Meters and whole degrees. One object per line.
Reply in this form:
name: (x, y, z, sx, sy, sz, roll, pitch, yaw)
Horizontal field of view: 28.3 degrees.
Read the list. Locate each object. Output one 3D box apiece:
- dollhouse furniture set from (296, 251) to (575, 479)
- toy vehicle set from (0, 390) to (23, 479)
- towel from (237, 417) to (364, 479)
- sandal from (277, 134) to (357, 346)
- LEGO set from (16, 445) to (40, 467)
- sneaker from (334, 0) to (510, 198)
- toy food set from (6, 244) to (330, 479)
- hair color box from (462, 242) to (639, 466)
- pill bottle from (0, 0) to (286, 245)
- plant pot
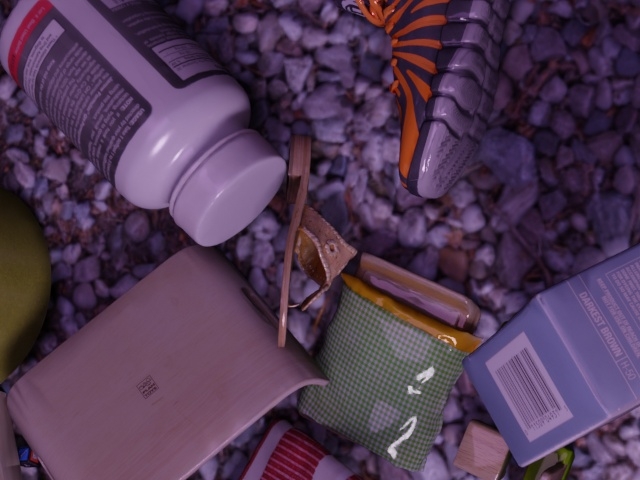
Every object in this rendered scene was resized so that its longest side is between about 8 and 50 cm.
dollhouse furniture set: (0.112, 0.149, 1.272, 0.301, 0.151, 0.198, 23, 95, 20)
toy vehicle set: (-0.415, 0.323, 1.462, 0.166, 0.035, 0.267, -31, 56, 16)
towel: (-0.027, 0.333, 1.258, 0.237, 0.037, 0.329, -59, 33, -2)
sandal: (0.000, -0.003, 1.343, 0.079, 0.088, 0.240, 4, 65, -2)
LEGO set: (-0.281, 0.331, 1.435, 0.244, 0.060, 0.182, 25, 79, 35)
sneaker: (0.092, -0.206, 1.330, 0.180, 0.124, 0.321, 11, 80, 24)
toy food set: (-0.170, 0.171, 1.372, 0.306, 0.092, 0.220, -39, 60, -4)
hair color box: (0.326, 0.049, 1.087, 0.374, 0.185, 0.114, -23, 76, -21)
pill bottle: (-0.189, -0.147, 1.384, 0.318, 0.176, 0.176, 45, 102, 17)
plant pot: (-0.496, 0.032, 1.403, 0.274, 0.293, 0.275, -5, 77, 21)
